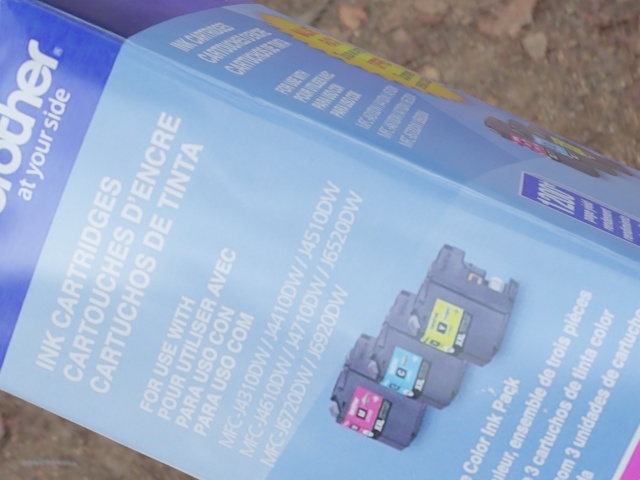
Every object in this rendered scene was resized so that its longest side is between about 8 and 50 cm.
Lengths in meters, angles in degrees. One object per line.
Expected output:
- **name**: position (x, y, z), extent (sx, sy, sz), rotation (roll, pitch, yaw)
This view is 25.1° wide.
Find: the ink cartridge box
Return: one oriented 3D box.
- **ink cartridge box**: position (0.000, 0.000, 0.624), extent (0.395, 0.270, 0.151), rotation (22, 104, 3)
